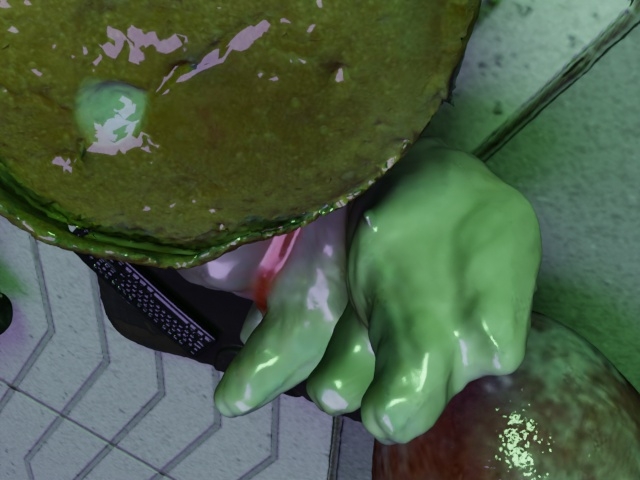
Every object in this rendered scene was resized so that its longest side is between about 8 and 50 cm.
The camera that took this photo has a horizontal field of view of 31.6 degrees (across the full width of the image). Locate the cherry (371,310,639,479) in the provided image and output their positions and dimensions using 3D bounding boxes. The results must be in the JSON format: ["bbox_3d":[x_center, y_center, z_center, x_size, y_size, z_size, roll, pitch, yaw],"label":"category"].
[{"bbox_3d":[0.150,0.187,0.824,0.236,0.213,0.285,-5,120,26],"label":"cherry"}]

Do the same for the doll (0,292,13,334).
[{"bbox_3d":[-0.437,0.067,1.164,0.257,0.117,0.182,-9,122,38],"label":"doll"}]

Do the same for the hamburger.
[{"bbox_3d":[-0.071,-0.133,0.585,0.318,0.195,0.276,-1,138,2],"label":"hamburger"}]

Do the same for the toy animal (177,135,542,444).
[{"bbox_3d":[0.000,0.000,0.712,0.266,0.308,0.188,-23,103,16],"label":"toy animal"}]

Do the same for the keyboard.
[{"bbox_3d":[-0.156,0.044,0.977,0.155,0.010,0.053,42,143,-7],"label":"keyboard"}]

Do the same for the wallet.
[{"bbox_3d":[-0.060,0.069,0.974,0.310,0.042,0.165,17,137,18],"label":"wallet"}]
